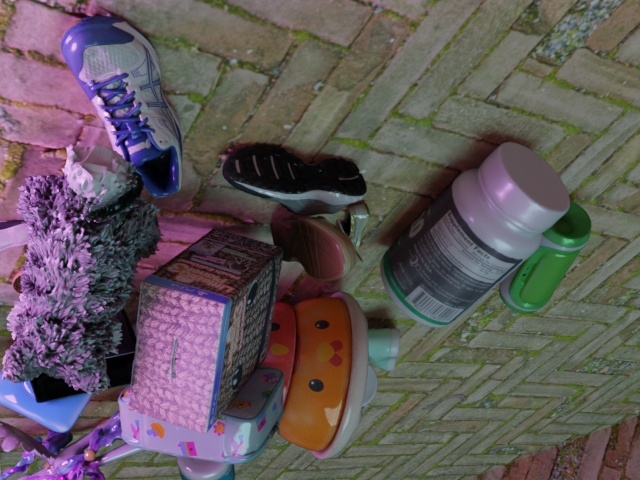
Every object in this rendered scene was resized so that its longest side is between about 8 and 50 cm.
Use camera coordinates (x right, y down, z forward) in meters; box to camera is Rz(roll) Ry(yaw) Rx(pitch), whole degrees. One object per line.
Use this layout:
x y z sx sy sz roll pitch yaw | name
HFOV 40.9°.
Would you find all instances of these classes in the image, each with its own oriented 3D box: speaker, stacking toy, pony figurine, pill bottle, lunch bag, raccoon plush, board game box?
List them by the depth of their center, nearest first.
-0.372 0.058 1.215 0.216 0.299 0.446 11 167 0 | raccoon plush
-0.187 0.142 1.456 0.141 0.291 0.232 14 111 12 | board game box
-0.202 0.300 1.552 0.279 0.224 0.108 6 106 13 | lunch bag
0.294 -0.008 1.657 0.204 0.204 0.361 8 138 -37 | pill bottle
-0.522 0.300 1.737 0.175 0.166 0.302 25 160 4 | stacking toy
-0.164 0.252 1.757 0.479 0.351 0.351 9 140 -15 | stacking toy
-0.551 0.497 1.884 0.363 0.303 0.351 -25 174 -24 | pony figurine
0.494 0.042 1.913 0.131 0.131 0.297 -9 146 -17 | speaker
0.044 0.339 2.036 0.117 0.118 0.208 -5 172 -22 | pill bottle
-0.303 0.607 2.291 0.146 0.146 0.264 -13 146 -11 | pill bottle

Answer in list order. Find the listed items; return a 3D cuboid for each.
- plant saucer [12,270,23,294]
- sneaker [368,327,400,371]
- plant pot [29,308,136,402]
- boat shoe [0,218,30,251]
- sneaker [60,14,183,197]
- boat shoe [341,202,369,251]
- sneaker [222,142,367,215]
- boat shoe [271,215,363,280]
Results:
-0.501 0.070 1.516 0.083 0.013 0.083 -14 148 -9 | plant saucer
0.112 0.252 2.069 0.151 0.094 0.256 5 162 4 | sneaker
-0.433 0.172 1.544 0.187 0.167 0.188 -9 156 -17 | plant pot
-0.513 -0.009 1.371 0.125 0.038 0.046 -15 115 -10 | boat shoe
-0.253 -0.176 1.182 0.111 0.131 0.296 -21 146 5 | sneaker
0.055 -0.019 1.660 0.045 0.050 0.135 -2 133 -21 | boat shoe
-0.049 -0.088 1.455 0.271 0.100 0.108 8 143 -37 | sneaker
0.000 0.000 1.501 0.089 0.285 0.105 -13 106 -22 | boat shoe
